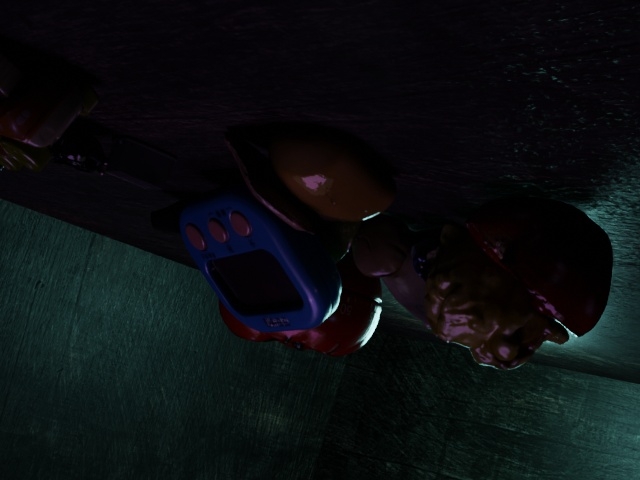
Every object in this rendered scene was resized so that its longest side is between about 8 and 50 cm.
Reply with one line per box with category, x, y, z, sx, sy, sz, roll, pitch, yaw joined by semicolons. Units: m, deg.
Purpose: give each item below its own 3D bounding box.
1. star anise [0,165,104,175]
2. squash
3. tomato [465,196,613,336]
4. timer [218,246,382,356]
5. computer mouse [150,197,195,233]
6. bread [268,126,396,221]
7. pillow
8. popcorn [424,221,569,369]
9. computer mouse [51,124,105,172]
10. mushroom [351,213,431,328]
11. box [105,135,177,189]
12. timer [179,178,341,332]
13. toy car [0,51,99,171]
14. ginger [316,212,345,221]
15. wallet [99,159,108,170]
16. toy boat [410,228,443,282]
star anise;-0.593;-0.204;1.890;0.227;0.218;0.148;-15;150;-28
squash;0.000;0.000;1.803;0.288;0.111;0.203;12;172;36
tomato;0.323;0.016;1.259;0.200;0.139;0.233;37;-167;-48
timer;-0.044;0.117;2.099;0.378;0.279;0.378;13;171;2
computer mouse;-0.288;-0.053;2.111;0.147;0.088;0.264;2;-178;-41
bread;0.015;-0.087;1.317;0.147;0.098;0.217;6;168;33
pillow;-0.081;-0.090;1.348;0.135;0.034;0.211;35;-166;-34
popcorn;0.279;0.080;1.463;0.256;0.255;0.195;-11;151;-41
computer mouse;-0.486;-0.184;1.690;0.241;0.078;0.146;15;172;35
mushroom;0.201;0.071;1.794;0.407;0.154;0.137;29;-150;-46
box;-0.340;-0.143;1.703;0.122;0.069;0.084;23;171;-37
timer;-0.117;0.031;1.748;0.340;0.115;0.309;-13;112;54
toy car;-0.467;-0.222;1.330;0.235;0.145;0.235;31;161;12
ginger;0.044;-0.061;1.592;0.069;0.051;0.173;14;168;-20
wallet;-0.487;-0.171;1.966;0.156;0.018;0.082;20;167;-20
toy boat;0.256;0.059;1.628;0.262;0.114;0.115;27;-151;-33
